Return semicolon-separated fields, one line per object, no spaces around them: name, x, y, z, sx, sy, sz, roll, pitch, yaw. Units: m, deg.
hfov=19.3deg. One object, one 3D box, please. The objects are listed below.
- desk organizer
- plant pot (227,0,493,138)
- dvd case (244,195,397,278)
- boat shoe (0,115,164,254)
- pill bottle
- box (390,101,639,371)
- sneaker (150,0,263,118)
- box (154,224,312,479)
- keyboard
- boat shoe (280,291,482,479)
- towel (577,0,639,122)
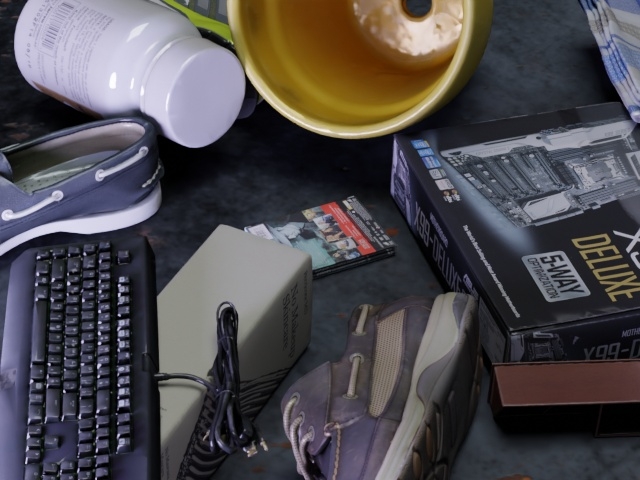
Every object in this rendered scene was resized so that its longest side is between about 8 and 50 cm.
desk organizer;0.210;0.135;1.594;0.130;0.047;0.050;-1;41;-5
plant pot;0.066;-0.239;1.894;0.254;0.254;0.239;17;14;18
dvd case;0.000;0.000;1.780;0.119;0.013;0.087;-16;42;-23
boat shoe;-0.293;-0.048;1.762;0.303;0.091;0.114;-19;43;-25
pill bottle;-0.188;-0.176;1.876;0.131;0.131;0.229;-30;41;-34
box;0.227;-0.002;1.742;0.243;0.076;0.307;-9;39;-14
sneaker;-0.142;-0.228;2.004;0.300;0.111;0.121;36;39;28
box;-0.107;0.112;1.556;0.094;0.113;0.275;18;42;20
keyboard;-0.147;0.100;1.457;0.202;0.033;0.317;-2;39;-5
boat shoe;0.038;0.164;1.504;0.130;0.132;0.355;3;29;17
towel;0.382;-0.176;1.948;0.209;0.034;0.285;14;32;-17
